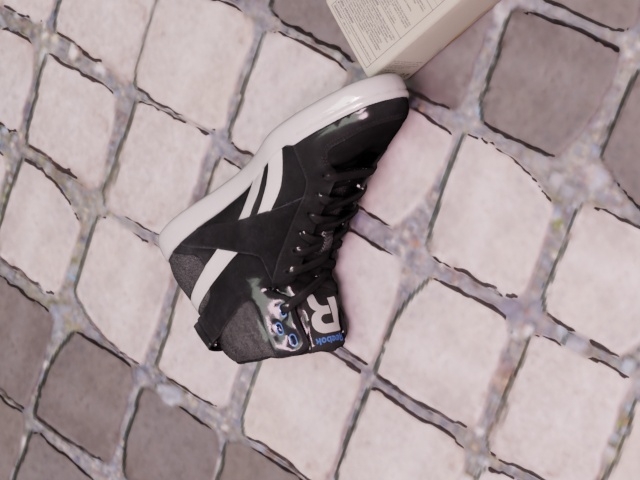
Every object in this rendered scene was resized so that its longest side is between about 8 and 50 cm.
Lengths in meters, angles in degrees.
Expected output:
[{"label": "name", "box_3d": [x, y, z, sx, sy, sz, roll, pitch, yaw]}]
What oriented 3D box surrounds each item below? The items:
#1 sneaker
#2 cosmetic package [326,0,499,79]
[{"label": "sneaker", "box_3d": [0.000, 0.000, 1.129, 0.217, 0.079, 0.121, -38, 74, 42]}, {"label": "cosmetic package", "box_3d": [0.064, -0.147, 1.084, 0.115, 0.041, 0.060, -37, 71, 33]}]
